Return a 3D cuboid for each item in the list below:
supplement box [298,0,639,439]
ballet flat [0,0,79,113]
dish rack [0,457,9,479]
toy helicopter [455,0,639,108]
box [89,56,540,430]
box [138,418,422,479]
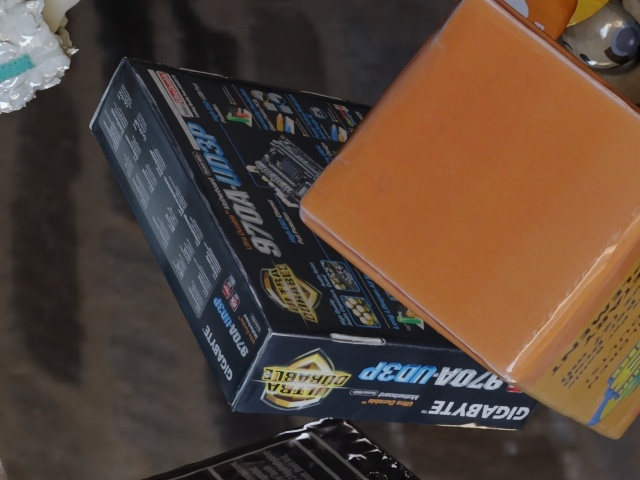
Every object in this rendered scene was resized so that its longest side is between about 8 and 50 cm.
[{"bbox_3d":[0.071,0.003,0.576,0.078,0.080,0.233,-52,-16,3],"label":"supplement box"},{"bbox_3d":[-0.202,-0.242,1.326,0.147,0.147,0.409,97,174,-52],"label":"ballet flat"},{"bbox_3d":[-0.310,0.087,1.234,0.333,0.072,0.286,35,149,44],"label":"dish rack"},{"bbox_3d":[0.272,-0.131,1.322,0.140,0.355,0.235,-59,-30,-35],"label":"toy helicopter"},{"bbox_3d":[0.000,0.000,0.962,0.051,0.175,0.220,-61,40,28],"label":"box"},{"bbox_3d":[-0.055,0.249,0.956,0.296,0.294,0.183,-148,45,-65],"label":"box"}]
